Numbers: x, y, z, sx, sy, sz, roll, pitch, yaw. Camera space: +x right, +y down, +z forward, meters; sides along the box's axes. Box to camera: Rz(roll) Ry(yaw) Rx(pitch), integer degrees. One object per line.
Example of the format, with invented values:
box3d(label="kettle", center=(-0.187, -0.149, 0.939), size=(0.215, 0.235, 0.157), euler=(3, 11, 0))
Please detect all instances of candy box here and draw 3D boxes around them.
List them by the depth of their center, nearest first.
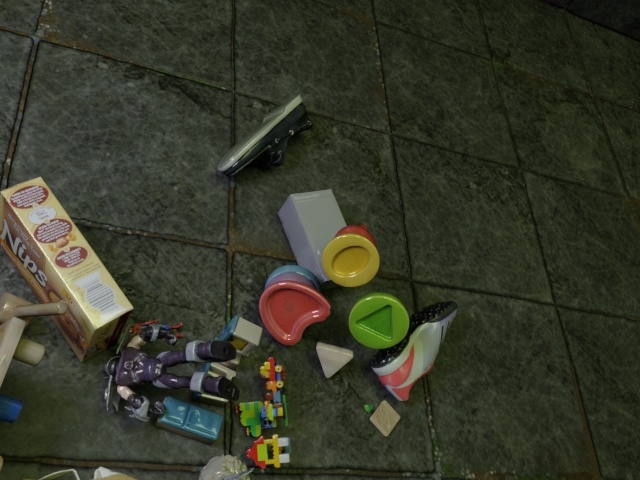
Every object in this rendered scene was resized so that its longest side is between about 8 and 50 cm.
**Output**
box3d(label="candy box", center=(-0.494, 0.059, 1.255), size=(0.088, 0.183, 0.316), euler=(-30, 78, -39))

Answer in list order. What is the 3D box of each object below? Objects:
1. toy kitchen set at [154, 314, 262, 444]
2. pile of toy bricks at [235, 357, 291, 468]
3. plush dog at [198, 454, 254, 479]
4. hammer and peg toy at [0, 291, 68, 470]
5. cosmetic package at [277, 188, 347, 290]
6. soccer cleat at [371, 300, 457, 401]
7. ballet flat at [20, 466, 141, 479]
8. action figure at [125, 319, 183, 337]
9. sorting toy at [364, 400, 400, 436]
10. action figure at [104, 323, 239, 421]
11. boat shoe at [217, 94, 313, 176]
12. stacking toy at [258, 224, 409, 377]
box3d(label="toy kitchen set", center=(-0.217, 0.265, 1.289), size=(0.122, 0.166, 0.207), euler=(24, 53, -15))
box3d(label="pile of toy bricks", center=(-0.121, 0.351, 1.346), size=(0.105, 0.118, 0.212), euler=(-5, 78, 0))
box3d(label="plush dog", center=(-0.166, 0.540, 1.153), size=(0.262, 0.211, 0.225), euler=(-33, 104, -39))
box3d(label="hammer and peg toy", center=(-0.562, 0.219, 1.069), size=(0.127, 0.266, 0.361), euler=(33, 49, -32))
box3d(label="cosmetic package", center=(0.000, 0.000, 1.616), size=(0.127, 0.107, 0.237), euler=(-12, 71, -31))
box3d(label="soccer cleat", center=(0.246, 0.259, 1.603), size=(0.318, 0.109, 0.116), euler=(-37, 103, -41))
box3d(label="ballet flat", center=(-0.408, 0.429, 1.145), size=(0.232, 0.080, 0.073), euler=(4, 45, -29))
box3d(label="action figure", center=(-0.344, 0.186, 1.361), size=(0.115, 0.030, 0.038), euler=(1, 66, -26))
box3d(label="sorting toy", center=(0.137, 0.397, 1.501), size=(0.083, 0.012, 0.062), euler=(47, 55, 0))
box3d(label="action figure", center=(-0.294, 0.245, 1.231), size=(0.099, 0.285, 0.185), euler=(30, 60, -61))
box3d(label="boat shoe", center=(-0.128, -0.246, 1.691), size=(0.113, 0.127, 0.340), euler=(55, 45, -19))
box3d(label="stacking toy", center=(0.039, 0.129, 1.474), size=(0.279, 0.309, 0.130), euler=(52, 18, -16))
